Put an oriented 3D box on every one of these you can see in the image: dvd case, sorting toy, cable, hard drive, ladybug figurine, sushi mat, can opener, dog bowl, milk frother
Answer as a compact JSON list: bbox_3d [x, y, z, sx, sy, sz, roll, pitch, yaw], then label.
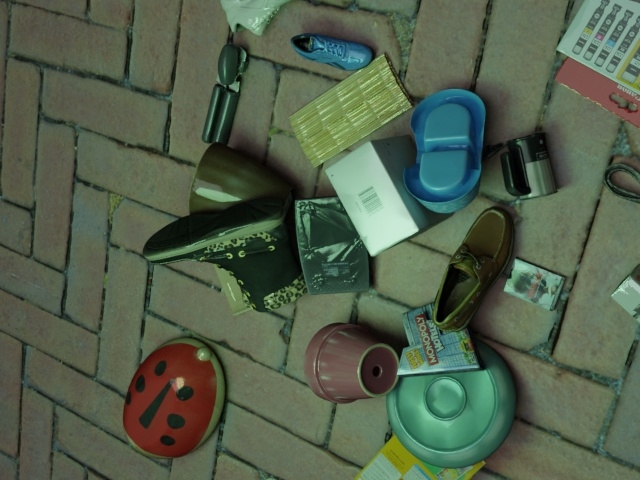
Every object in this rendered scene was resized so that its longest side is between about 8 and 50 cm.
[{"bbox_3d":[0.484,0.099,1.752,0.119,0.013,0.087,24,112,23],"label":"dvd case"},{"bbox_3d":[-0.203,0.085,2.139,0.193,0.038,0.208,-23,84,32],"label":"sorting toy"},{"bbox_3d":[0.697,-0.057,1.559,0.139,0.072,0.287,-40,79,25],"label":"cable"},{"bbox_3d":[0.032,0.008,1.930,0.172,0.054,0.254,-5,109,11],"label":"hard drive"},{"bbox_3d":[-0.451,0.479,2.292,0.305,0.162,0.449,40,117,17],"label":"ladybug figurine"},{"bbox_3d":[0.067,-0.315,1.899,0.316,0.019,0.151,-29,85,31],"label":"sushi mat"},{"bbox_3d":[-0.265,-0.380,2.034,0.076,0.095,0.283,27,113,23],"label":"can opener"},{"bbox_3d":[0.277,-0.190,1.686,0.166,0.074,0.297,-1,60,21],"label":"dog bowl"},{"bbox_3d":[0.427,-0.155,1.692,0.143,0.129,0.134,-179,75,-74],"label":"milk frother"}]

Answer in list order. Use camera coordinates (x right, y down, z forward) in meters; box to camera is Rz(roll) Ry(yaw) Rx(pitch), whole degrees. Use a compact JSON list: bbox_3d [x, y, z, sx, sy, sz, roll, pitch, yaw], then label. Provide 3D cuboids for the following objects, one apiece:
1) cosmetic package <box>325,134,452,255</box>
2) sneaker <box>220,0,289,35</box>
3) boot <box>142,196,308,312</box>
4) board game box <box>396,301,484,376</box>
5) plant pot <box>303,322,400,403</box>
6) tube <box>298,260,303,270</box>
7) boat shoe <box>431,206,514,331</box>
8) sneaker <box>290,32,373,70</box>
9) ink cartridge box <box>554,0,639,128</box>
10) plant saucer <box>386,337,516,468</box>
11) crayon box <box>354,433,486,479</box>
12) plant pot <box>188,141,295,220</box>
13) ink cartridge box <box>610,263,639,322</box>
[{"bbox_3d":[0.162,-0.109,1.769,0.138,0.225,0.224,-31,85,29],"label":"cosmetic package"},{"bbox_3d":[-0.142,-0.576,1.935,0.232,0.090,0.115,-2,107,40],"label":"sneaker"},{"bbox_3d":[-0.228,0.059,1.959,0.377,0.138,0.284,-17,126,10],"label":"boot"},{"bbox_3d":[0.261,0.242,1.823,0.194,0.060,0.194,-23,66,17],"label":"board game box"},{"bbox_3d":[0.089,0.305,1.886,0.180,0.201,0.201,-1,101,55],"label":"plant pot"},{"bbox_3d":[0.000,0.000,1.992,0.080,0.052,0.207,22,114,14],"label":"tube"},{"bbox_3d":[0.342,0.064,1.727,0.111,0.104,0.307,22,91,27],"label":"boat shoe"},{"bbox_3d":[0.023,-0.455,1.854,0.209,0.082,0.069,18,98,26],"label":"sneaker"},{"bbox_3d":[0.636,-0.356,1.496,0.309,0.130,0.271,35,117,19],"label":"ink cartridge box"},{"bbox_3d":[0.298,0.373,1.825,0.318,0.044,0.317,-8,71,23],"label":"plant saucer"},{"bbox_3d":[0.257,0.566,1.946,0.203,0.083,0.323,44,119,15],"label":"crayon box"},{"bbox_3d":[-0.190,-0.121,2.002,0.230,0.215,0.215,17,110,10],"label":"plant pot"},{"bbox_3d":[0.681,0.130,1.587,0.150,0.109,0.063,45,122,14],"label":"ink cartridge box"}]
